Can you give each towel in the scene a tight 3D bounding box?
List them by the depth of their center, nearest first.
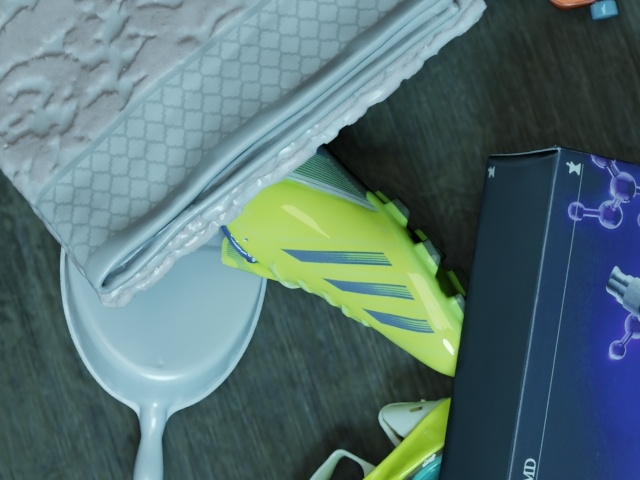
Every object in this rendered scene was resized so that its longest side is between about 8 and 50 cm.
[{"bbox_3d":[-0.101,-0.158,1.317,0.332,0.053,0.317,-40,56,0],"label":"towel"}]

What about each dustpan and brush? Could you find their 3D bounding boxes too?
[{"bbox_3d":[-0.115,0.090,1.339,0.147,0.060,0.211,5,69,-8],"label":"dustpan and brush"}]

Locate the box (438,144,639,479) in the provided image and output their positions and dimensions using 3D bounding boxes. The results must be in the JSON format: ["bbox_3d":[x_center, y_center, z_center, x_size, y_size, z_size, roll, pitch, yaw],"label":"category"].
[{"bbox_3d":[0.189,0.085,1.241,0.184,0.103,0.261,11,85,-20],"label":"box"}]

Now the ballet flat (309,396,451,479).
[{"bbox_3d":[0.050,0.159,1.307,0.231,0.077,0.077,-43,63,3],"label":"ballet flat"}]

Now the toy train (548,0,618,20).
[{"bbox_3d":[0.150,-0.226,1.350,0.125,0.046,0.166,-16,85,4],"label":"toy train"}]

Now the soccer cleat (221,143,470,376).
[{"bbox_3d":[0.000,0.000,1.321,0.121,0.093,0.289,-44,77,4],"label":"soccer cleat"}]
